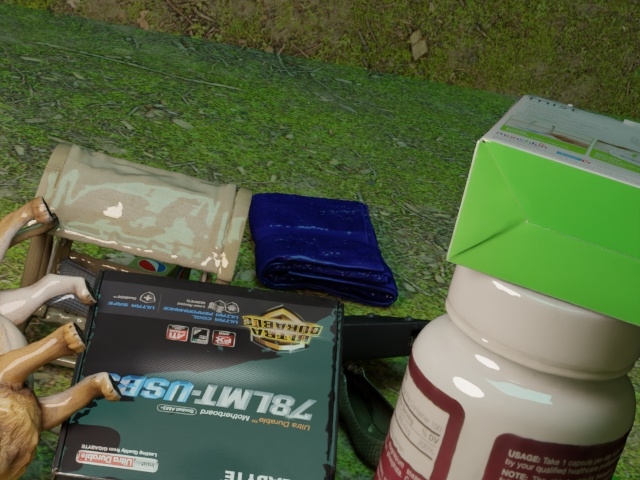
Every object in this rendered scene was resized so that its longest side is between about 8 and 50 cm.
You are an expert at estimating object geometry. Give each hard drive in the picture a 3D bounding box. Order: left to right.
[{"bbox_3d":[0.022,0.129,1.770,0.254,0.054,0.172,1,0,-38],"label":"hard drive"}]

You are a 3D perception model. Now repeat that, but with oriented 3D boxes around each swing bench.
[{"bbox_3d":[-0.237,0.036,1.631,0.253,0.255,0.165,13,21,-4],"label":"swing bench"}]

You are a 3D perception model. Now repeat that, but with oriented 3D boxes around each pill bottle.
[{"bbox_3d":[0.176,0.204,1.282,0.224,0.392,0.224,13,21,-5],"label":"pill bottle"}]

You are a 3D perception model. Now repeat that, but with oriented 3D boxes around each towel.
[{"bbox_3d":[0.000,0.000,2.136,0.227,0.076,0.308,11,21,-12],"label":"towel"}]

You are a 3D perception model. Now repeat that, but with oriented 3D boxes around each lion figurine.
[{"bbox_3d":[-0.356,0.121,1.379,0.240,0.142,0.392,-27,34,1],"label":"lion figurine"}]

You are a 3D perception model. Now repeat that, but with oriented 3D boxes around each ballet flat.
[{"bbox_3d":[0.070,0.222,1.637,0.084,0.058,0.250,3,24,-28],"label":"ballet flat"}]

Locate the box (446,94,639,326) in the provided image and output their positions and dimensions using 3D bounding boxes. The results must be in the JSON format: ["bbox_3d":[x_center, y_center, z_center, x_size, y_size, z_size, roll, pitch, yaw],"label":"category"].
[{"bbox_3d":[0.276,-0.028,1.210,0.261,0.127,0.231,19,20,12],"label":"box"}]

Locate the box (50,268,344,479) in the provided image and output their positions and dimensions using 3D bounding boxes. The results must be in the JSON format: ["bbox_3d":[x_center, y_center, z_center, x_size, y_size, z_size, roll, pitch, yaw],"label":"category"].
[{"bbox_3d":[-0.126,0.174,1.443,0.295,0.073,0.293,9,44,-3],"label":"box"}]

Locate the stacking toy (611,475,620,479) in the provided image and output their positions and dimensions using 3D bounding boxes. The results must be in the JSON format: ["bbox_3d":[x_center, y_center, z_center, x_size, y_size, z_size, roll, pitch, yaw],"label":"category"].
[{"bbox_3d":[0.302,0.305,1.493,0.141,0.141,0.330,7,18,-20],"label":"stacking toy"}]

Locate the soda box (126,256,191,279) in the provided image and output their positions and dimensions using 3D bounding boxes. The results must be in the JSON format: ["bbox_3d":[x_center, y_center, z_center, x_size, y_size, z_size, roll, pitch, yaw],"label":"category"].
[{"bbox_3d":[-0.237,0.054,1.857,0.058,0.061,0.181,18,21,9],"label":"soda box"}]
